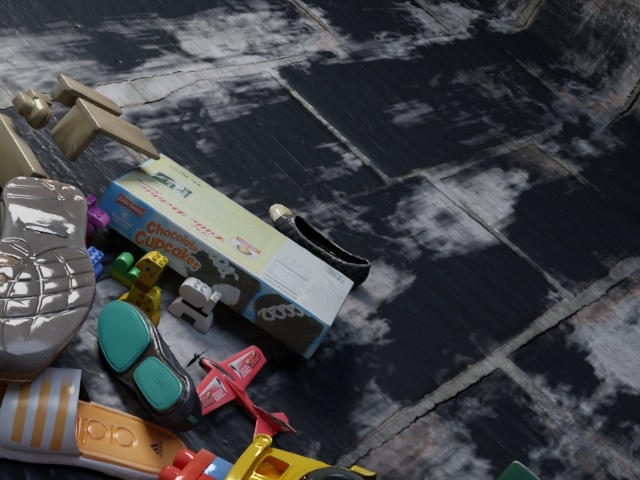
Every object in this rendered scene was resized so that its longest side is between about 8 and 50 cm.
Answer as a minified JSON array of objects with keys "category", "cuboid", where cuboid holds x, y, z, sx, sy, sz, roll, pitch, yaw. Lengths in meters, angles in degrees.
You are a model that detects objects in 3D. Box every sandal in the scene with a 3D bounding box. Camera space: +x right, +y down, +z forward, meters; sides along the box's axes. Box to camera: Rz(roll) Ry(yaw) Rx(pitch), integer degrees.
[{"category":"sandal","cuboid":[-0.244,0.172,1.163,0.265,0.076,0.102,17,34,-24]}]

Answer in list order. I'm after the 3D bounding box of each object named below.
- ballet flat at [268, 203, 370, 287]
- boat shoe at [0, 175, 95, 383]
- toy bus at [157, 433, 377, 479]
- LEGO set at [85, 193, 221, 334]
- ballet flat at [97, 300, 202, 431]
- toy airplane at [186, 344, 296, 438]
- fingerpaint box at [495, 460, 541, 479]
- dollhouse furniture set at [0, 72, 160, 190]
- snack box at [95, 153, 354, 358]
[{"category":"ballet flat","cuboid":[0.000,0.000,1.652,0.173,0.049,0.057,38,30,7]},{"category":"boat shoe","cuboid":[-0.306,0.054,1.226,0.123,0.116,0.324,16,28,-13]},{"category":"toy bus","cuboid":[-0.072,0.290,1.110,0.212,0.149,0.220,24,32,10]},{"category":"LEGO set","cuboid":[-0.220,0.030,1.367,0.227,0.093,0.087,33,31,-1]},{"category":"ballet flat","cuboid":[-0.185,0.142,1.269,0.074,0.074,0.203,6,24,-37]},{"category":"toy airplane","cuboid":[-0.090,0.180,1.340,0.151,0.028,0.151,23,34,-16]},{"category":"fingerpaint box","cuboid":[-0.011,0.394,0.712,0.163,0.444,0.371,41,32,15]},{"category":"dollhouse furniture set","cuboid":[-0.320,-0.117,1.460,0.144,0.151,0.123,52,14,29]},{"category":"snack box","cuboid":[-0.117,0.013,1.486,0.322,0.060,0.187,34,18,1]}]
